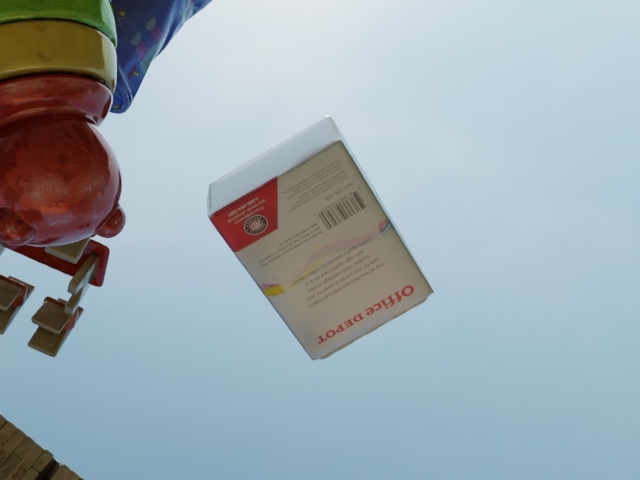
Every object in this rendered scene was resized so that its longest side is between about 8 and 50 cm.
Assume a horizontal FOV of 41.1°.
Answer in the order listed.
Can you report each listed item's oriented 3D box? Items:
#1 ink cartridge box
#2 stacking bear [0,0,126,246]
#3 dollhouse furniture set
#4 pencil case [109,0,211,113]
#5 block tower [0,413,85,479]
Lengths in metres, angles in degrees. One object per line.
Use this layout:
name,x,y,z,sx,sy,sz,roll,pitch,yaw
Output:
ink cartridge box,0.000,0.000,1.310,0.306,0.226,0.131,57,-173,-28
stacking bear,-0.235,-0.134,0.675,0.175,0.164,0.289,-5,-103,-49
dollhouse furniture set,-0.395,-0.014,1.100,0.259,0.262,0.135,24,-137,-3
pencil case,-0.186,-0.272,0.945,0.119,0.133,0.306,28,-118,6
block tower,-0.421,0.337,1.214,0.335,0.097,0.091,48,-118,-22
